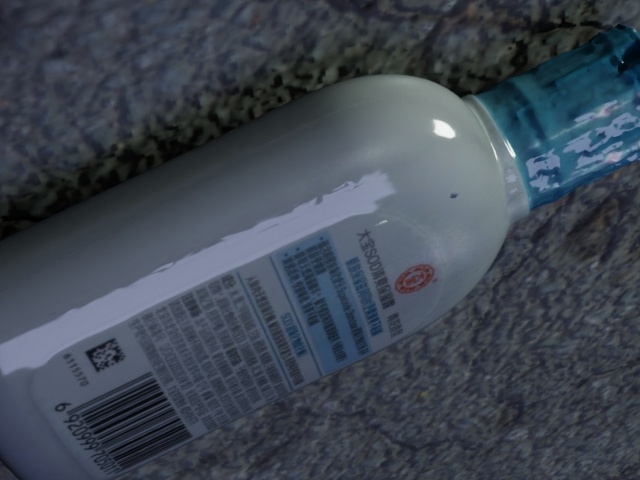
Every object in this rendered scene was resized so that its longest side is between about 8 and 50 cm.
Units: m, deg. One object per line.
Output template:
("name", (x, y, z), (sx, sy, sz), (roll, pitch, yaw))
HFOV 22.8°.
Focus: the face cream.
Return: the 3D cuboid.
("face cream", (0.000, 0.000, 0.712), (0.337, 0.080, 0.163), (-26, 146, -3))
